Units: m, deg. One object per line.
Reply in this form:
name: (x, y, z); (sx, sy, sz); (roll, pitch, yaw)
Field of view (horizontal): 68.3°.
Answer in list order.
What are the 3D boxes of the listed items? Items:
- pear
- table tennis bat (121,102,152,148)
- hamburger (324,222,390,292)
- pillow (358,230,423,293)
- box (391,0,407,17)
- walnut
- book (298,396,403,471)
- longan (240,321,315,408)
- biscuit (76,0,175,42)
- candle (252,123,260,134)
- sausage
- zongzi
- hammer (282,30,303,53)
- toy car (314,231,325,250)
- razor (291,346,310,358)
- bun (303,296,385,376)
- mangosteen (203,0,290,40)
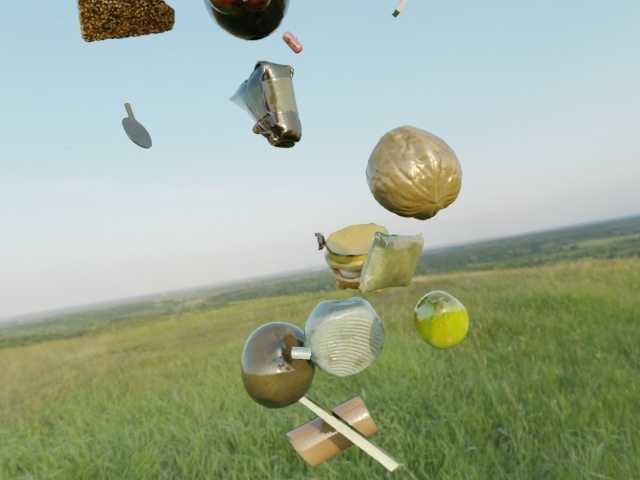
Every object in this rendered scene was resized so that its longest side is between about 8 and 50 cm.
pear: (0.392, 0.253, 1.539); (0.188, 0.187, 0.219); (-10, -40, 15)
table tennis bat: (-0.755, -0.467, 1.920); (0.022, 0.234, 0.131); (-35, -23, 21)
hamburger: (0.162, 0.082, 1.884); (0.276, 0.236, 0.276); (-9, 28, 5)
pillow: (0.219, 0.063, 1.425); (0.075, 0.184, 0.302); (22, 13, 36)
box: (0.306, -0.890, 1.784); (0.024, 0.083, 0.053); (35, -3, -10)
walnut: (0.220, -0.154, 1.112); (0.228, 0.228, 0.228); (-9, -3, 0)
book: (0.083, 0.507, 1.242); (0.289, 0.026, 0.201); (29, -14, 24)
longan: (-0.184, 0.530, 2.034); (0.361, 0.360, 0.361); (-9, -3, 0)
biscuit: (-0.430, -0.526, 1.067); (0.237, 0.026, 0.131); (-30, -29, -39)
candle: (-0.302, -0.602, 2.417); (0.052, 0.052, 0.131); (-6, -26, -41)
sausage: (0.035, 0.569, 1.403); (0.253, 0.123, 0.123); (-25, 0, -11)
zongzi: (-0.210, -0.438, 1.675); (0.154, 0.289, 0.318); (-2, -10, -42)
hammer: (-0.095, -0.682, 1.624); (0.043, 0.083, 0.043); (-43, 0, 0)
toy car: (0.000, 0.000, 1.667); (0.035, 0.059, 0.122); (-13, 4, -1)
razor: (-0.071, 0.415, 1.707); (0.068, 0.040, 0.135); (4, -22, -1)
bun: (0.091, 0.391, 1.946); (0.355, 0.354, 0.194); (-8, 22, -13)
mangosteen: (-0.184, -0.614, 1.166); (0.228, 0.228, 0.265); (-9, 24, 0)
